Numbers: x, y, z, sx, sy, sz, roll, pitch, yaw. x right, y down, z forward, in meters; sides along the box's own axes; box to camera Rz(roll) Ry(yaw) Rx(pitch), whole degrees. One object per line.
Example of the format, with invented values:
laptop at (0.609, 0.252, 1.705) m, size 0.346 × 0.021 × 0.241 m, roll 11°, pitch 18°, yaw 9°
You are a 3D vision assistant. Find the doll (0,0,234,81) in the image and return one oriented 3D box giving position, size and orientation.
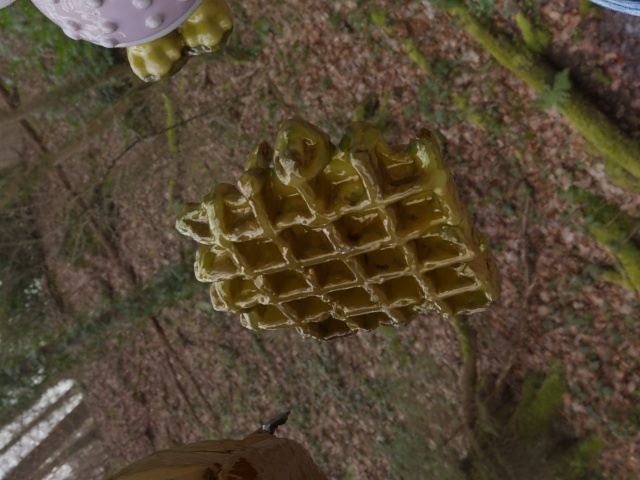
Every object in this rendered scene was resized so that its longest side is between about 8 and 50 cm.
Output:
doll at (-0.099, -0.139, 0.266) m, size 0.081 × 0.129 × 0.207 m, roll 66°, pitch -172°, yaw 22°

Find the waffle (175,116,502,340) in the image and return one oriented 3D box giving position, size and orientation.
waffle at (0.000, -0.001, 0.502) m, size 0.219 × 0.229 × 0.057 m, roll 54°, pitch -151°, yaw -47°

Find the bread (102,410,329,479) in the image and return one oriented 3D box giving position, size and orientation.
bread at (-0.054, 0.262, 0.481) m, size 0.388 × 0.183 × 0.236 m, roll 31°, pitch -131°, yaw -77°

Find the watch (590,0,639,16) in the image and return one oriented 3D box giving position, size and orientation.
watch at (0.310, -0.302, 0.551) m, size 0.305 × 0.241 × 0.274 m, roll 41°, pitch 175°, yaw -6°
